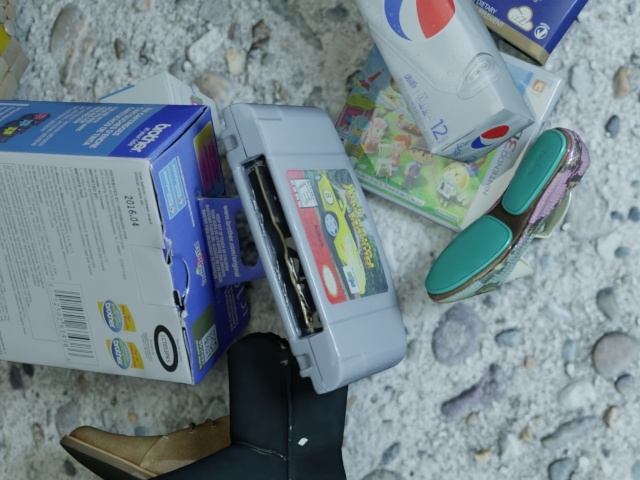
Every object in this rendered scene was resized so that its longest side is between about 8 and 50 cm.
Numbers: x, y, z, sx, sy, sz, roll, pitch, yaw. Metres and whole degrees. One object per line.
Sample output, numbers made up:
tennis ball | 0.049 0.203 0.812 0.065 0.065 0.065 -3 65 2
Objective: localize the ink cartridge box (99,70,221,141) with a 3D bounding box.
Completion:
ink cartridge box | -0.177 -0.135 1.576 0.088 0.122 0.052 -19 71 18

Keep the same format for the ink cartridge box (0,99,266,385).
ink cartridge box | -0.241 -0.002 1.503 0.395 0.151 0.270 5 121 23

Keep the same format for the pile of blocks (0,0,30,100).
pile of blocks | -0.444 -0.332 1.700 0.113 0.149 0.362 -11 77 27

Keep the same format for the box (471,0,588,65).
box | 0.243 -0.313 1.481 0.136 0.036 0.225 38 95 23

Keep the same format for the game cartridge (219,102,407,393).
game cartridge | 0.000 0.000 1.437 0.060 0.196 0.294 -21 86 21

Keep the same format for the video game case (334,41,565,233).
video game case | 0.126 -0.124 1.505 0.212 0.023 0.193 26 92 23

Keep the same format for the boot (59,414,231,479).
boot | -0.135 0.239 1.528 0.305 0.112 0.115 14 68 19

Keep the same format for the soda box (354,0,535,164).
soda box | 0.109 -0.224 1.455 0.091 0.098 0.286 -32 71 23

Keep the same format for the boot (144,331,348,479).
boot | -0.087 0.199 1.428 0.246 0.094 0.207 0 58 -6

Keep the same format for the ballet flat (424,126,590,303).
ballet flat | 0.200 -0.012 1.429 0.221 0.079 0.077 -53 37 5
